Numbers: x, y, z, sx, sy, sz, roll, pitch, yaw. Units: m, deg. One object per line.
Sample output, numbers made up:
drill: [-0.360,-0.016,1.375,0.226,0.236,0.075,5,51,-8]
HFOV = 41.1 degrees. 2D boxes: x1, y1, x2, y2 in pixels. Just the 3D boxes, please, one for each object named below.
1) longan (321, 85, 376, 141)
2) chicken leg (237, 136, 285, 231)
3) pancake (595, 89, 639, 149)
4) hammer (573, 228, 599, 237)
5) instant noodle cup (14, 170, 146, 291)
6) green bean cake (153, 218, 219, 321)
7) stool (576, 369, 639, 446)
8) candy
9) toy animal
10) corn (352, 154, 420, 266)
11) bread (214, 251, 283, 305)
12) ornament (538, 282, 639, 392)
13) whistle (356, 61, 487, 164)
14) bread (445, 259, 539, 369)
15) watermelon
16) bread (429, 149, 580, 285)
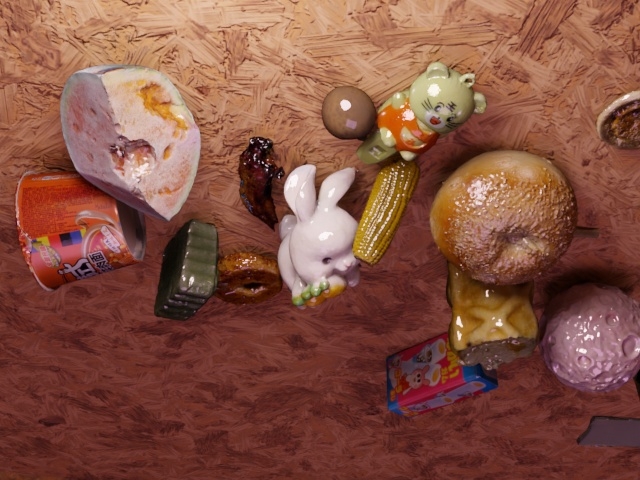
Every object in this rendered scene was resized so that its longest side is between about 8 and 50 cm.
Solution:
longan: [0.051,-0.222,1.527,0.113,0.092,0.113,28,147,20]
chicken leg: [-0.120,-0.114,1.697,0.063,0.105,0.234,-30,152,-26]
pancake: [0.578,-0.218,1.564,0.152,0.025,0.151,1,145,1]
hammer: [0.506,-0.022,1.839,0.199,0.013,0.062,2,106,-9]
instant noodle cup: [-0.472,-0.036,1.717,0.192,0.250,0.250,-10,143,4]
green bean cake: [-0.293,0.066,1.882,0.094,0.185,0.183,14,145,-25]
stool: [0.802,0.390,2.215,0.270,0.243,0.170,1,144,1]
candy: [0.316,0.349,2.261,0.100,0.157,0.306,30,136,-34]
toy animal: [0.005,0.005,1.750,0.183,0.247,0.310,-12,161,-8]
corn: [0.124,-0.060,1.652,0.080,0.231,0.080,24,168,5]
bread: [-0.177,0.088,2.013,0.193,0.064,0.193,-3,145,-2]
ornament: [0.625,0.224,1.990,0.225,0.259,0.259,12,144,-1]
whistle: [0.169,-0.215,1.525,0.131,0.106,0.288,32,135,-25]
bread: [0.377,0.140,1.898,0.196,0.252,0.238,-5,149,3]
watermelon: [-0.344,-0.205,1.557,0.188,0.175,0.322,24,135,32]
bread: [0.369,-0.033,1.688,0.306,0.158,0.305,-3,126,-4]
